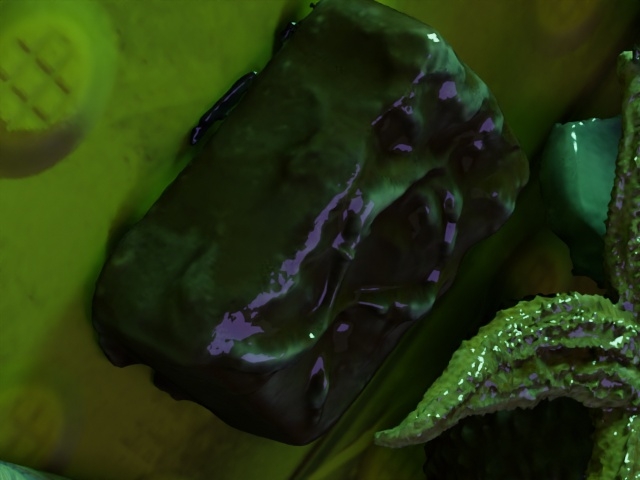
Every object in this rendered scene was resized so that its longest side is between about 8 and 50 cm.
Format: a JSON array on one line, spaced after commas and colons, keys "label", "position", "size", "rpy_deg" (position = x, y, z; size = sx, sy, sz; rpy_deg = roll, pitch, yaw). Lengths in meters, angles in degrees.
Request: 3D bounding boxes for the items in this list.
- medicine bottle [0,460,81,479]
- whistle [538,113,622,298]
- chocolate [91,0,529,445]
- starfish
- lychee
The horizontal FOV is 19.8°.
[{"label": "medicine bottle", "position": [-0.146, 0.130, 0.836], "size": [0.231, 0.059, 0.059], "rpy_deg": [26, 93, -52]}, {"label": "whistle", "position": [0.259, 0.007, 1.106], "size": [0.348, 0.189, 0.189], "rpy_deg": [20, 98, -46]}, {"label": "chocolate", "position": [0.000, 0.000, 0.887], "size": [0.214, 0.093, 0.148], "rpy_deg": [-54, 140, -7]}, {"label": "starfish", "position": [0.173, 0.047, 0.965], "size": [0.299, 0.060, 0.302], "rpy_deg": [18, 78, -23]}, {"label": "lychee", "position": [0.140, 0.127, 1.057], "size": [0.165, 0.165, 0.197], "rpy_deg": [28, 53, -51]}]
